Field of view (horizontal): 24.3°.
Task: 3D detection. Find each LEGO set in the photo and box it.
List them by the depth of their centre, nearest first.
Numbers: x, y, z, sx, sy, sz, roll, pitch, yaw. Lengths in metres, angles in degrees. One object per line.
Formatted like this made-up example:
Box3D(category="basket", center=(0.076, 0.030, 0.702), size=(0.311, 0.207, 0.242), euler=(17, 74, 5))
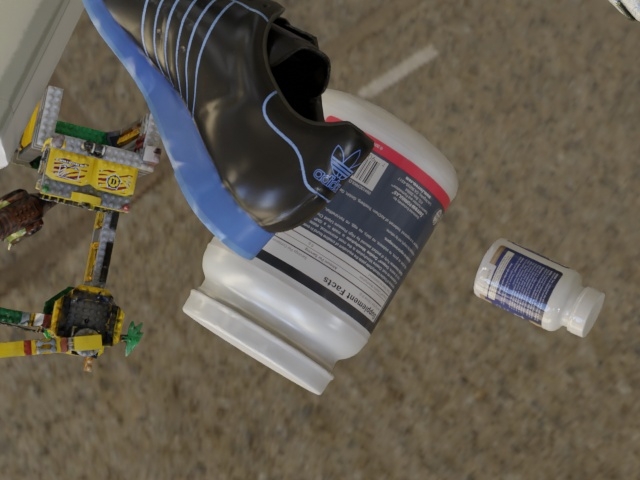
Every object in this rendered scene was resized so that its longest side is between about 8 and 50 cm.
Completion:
Box3D(category="LEGO set", center=(-0.272, -0.028, 1.196), size=(0.331, 0.192, 0.255), euler=(22, 81, -16))

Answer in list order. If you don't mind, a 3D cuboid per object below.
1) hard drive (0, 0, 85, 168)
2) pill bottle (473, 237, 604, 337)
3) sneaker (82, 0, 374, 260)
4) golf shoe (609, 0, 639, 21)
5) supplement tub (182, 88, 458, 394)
Box3D(category="hard drive", center=(-0.269, -0.141, 1.013), size=(0.203, 0.040, 0.307), euler=(-3, 37, 10))
Box3D(category="pill bottle", center=(0.221, 0.050, 1.497), size=(0.120, 0.067, 0.067), euler=(26, 66, 22))
Box3D(category="sneaker", center=(-0.053, -0.101, 0.774), size=(0.090, 0.081, 0.232), euler=(-36, 61, 12))
Box3D(category="golf shoe", center=(0.214, -0.199, 1.044), size=(0.176, 0.069, 0.086), euler=(22, 43, -37))
Box3D(category="supplement tub", center=(0.000, 0.000, 1.530), size=(0.191, 0.191, 0.272), euler=(31, 83, 7))
